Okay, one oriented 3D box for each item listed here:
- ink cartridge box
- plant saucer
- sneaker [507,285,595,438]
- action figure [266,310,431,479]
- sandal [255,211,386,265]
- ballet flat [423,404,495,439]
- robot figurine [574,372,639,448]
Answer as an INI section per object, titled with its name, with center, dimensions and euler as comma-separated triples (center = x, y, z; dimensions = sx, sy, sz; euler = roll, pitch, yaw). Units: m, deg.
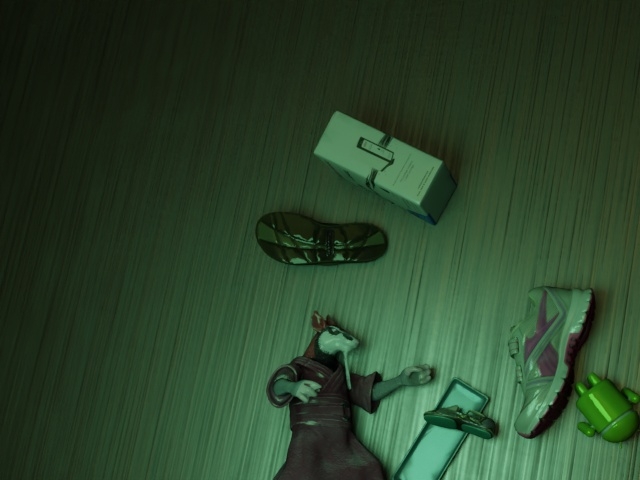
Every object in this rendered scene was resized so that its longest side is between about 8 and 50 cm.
[ink cartridge box]
center = 0.108, -0.118, 1.860
dimensions = 0.203, 0.148, 0.085
euler = 28, 87, 20
[plant saucer]
center = 0.190, 0.315, 1.801
dimensions = 0.067, 0.018, 0.192
euler = 31, 87, 19
[sneaker]
center = 0.340, 0.182, 1.758
dimensions = 0.111, 0.103, 0.252
euler = 16, 75, 22
[action figure]
center = 0.008, 0.295, 1.803
dimensions = 0.276, 0.248, 0.370
euler = -36, 47, 49
[sandal]
center = 0.000, 0.000, 1.912
dimensions = 0.219, 0.060, 0.089
euler = 1, 82, 0
[ballet flat]
center = 0.220, 0.279, 1.777
dimensions = 0.114, 0.041, 0.041
euler = 14, 80, 17
[robot figurine]
center = 0.435, 0.257, 1.723
dimensions = 0.101, 0.067, 0.115
euler = -36, 70, -5
